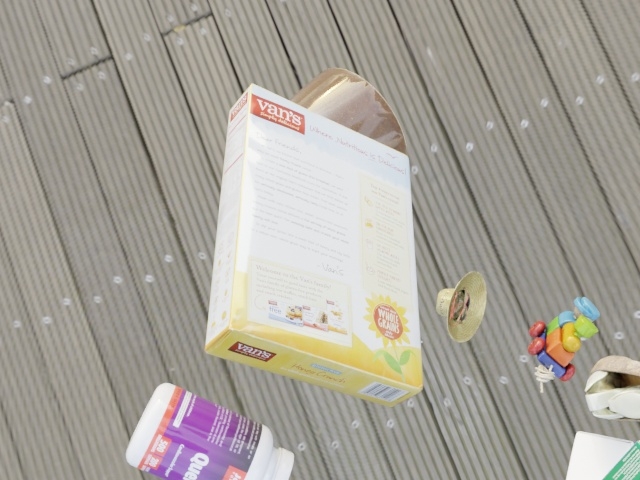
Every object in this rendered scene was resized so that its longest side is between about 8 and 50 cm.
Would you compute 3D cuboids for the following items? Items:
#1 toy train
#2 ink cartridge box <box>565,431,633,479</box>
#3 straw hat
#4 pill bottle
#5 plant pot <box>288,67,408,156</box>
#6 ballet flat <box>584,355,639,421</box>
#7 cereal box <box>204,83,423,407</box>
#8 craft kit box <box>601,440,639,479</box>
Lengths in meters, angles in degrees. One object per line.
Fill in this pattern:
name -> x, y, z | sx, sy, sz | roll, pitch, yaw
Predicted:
toy train -> 0.511, 0.214, 1.641 | 0.105, 0.248, 0.143 | 40, 114, 0
ink cartridge box -> 0.492, 0.473, 1.417 | 0.100, 0.237, 0.172 | 8, 54, 25
straw hat -> 0.248, 0.118, 1.484 | 0.061, 0.144, 0.145 | 11, 83, 38
pill bottle -> -0.226, 0.437, 1.656 | 0.323, 0.181, 0.182 | 25, 86, -7
plant pot -> -0.022, -0.115, 1.216 | 0.230, 0.215, 0.215 | -37, 79, -27
ballet flat -> 0.491, 0.244, 1.277 | 0.106, 0.316, 0.108 | -17, 84, -14
cereal box -> 0.000, 0.000, 0.652 | 0.173, 0.047, 0.240 | 22, 49, -26
craft kit box -> 0.420, 0.392, 1.012 | 0.246, 0.061, 0.250 | 23, 112, -24
